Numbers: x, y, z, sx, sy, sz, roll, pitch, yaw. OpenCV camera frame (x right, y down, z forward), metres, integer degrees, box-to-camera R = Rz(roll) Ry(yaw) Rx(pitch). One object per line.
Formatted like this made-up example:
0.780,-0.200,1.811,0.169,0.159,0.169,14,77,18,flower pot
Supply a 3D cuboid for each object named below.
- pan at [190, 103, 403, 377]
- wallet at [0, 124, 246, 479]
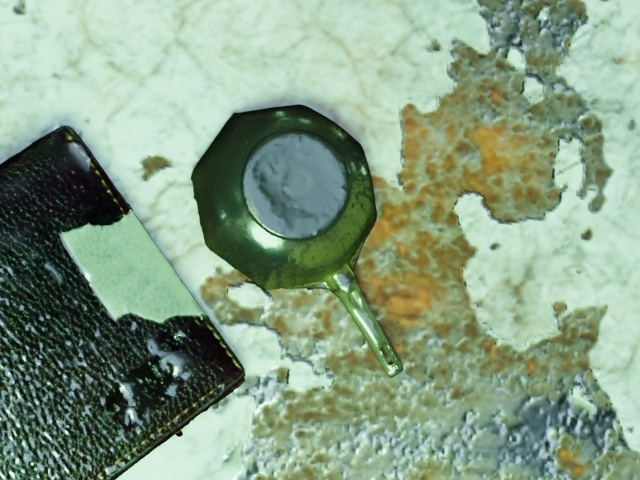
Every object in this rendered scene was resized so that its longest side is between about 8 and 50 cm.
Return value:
0.010,-0.013,1.219,0.202,0.048,0.128,35,75,-6,pan
-0.206,0.077,1.151,0.262,0.071,0.221,-36,90,-22,wallet
